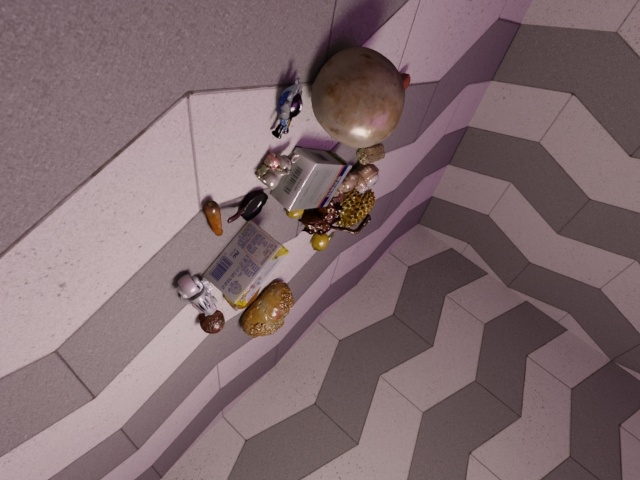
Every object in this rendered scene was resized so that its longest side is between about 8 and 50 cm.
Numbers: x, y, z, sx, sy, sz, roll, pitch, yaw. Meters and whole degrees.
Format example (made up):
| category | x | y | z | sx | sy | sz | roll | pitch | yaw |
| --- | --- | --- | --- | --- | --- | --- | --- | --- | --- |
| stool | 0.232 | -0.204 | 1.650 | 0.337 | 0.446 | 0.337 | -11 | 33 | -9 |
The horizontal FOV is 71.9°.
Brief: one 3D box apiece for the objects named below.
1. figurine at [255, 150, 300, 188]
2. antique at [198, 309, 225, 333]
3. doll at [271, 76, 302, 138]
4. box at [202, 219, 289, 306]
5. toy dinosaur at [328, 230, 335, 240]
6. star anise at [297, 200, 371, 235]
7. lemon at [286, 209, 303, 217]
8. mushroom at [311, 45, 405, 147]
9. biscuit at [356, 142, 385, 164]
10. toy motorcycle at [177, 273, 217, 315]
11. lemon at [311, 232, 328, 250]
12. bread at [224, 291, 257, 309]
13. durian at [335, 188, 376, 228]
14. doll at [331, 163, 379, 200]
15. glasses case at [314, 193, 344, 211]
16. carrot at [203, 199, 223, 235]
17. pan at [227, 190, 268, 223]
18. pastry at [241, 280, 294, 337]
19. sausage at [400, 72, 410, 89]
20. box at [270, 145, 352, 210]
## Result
| category | x | y | z | sx | sy | sz | roll | pitch | yaw |
| --- | --- | --- | --- | --- | --- | --- | --- | --- | --- |
| figurine | -0.132 | -0.236 | 1.392 | 0.146 | 0.081 | 0.098 | -51 | 162 | -3 |
| antique | -0.422 | 0.317 | 1.726 | 0.104 | 0.104 | 0.104 | -45 | 161 | -20 |
| doll | -0.088 | -0.377 | 1.253 | 0.096 | 0.070 | 0.195 | -56 | 177 | -42 |
| box | -0.261 | 0.081 | 1.561 | 0.265 | 0.168 | 0.097 | -52 | 165 | -3 |
| toy dinosaur | 0.051 | -0.012 | 2.359 | 0.113 | 0.026 | 0.041 | -55 | -179 | -19 |
| star anise | 0.055 | -0.101 | 1.914 | 0.347 | 0.148 | 0.237 | 2 | 127 | -19 |
| lemon | -0.098 | -0.122 | 1.728 | 0.092 | 0.065 | 0.065 | -41 | 160 | -23 |
| mushroom | 0.102 | -0.438 | 1.375 | 0.297 | 0.297 | 0.290 | -49 | -162 | -9 |
| biscuit | 0.227 | -0.391 | 1.985 | 0.070 | 0.082 | 0.168 | -11 | -169 | 39 |
| toy motorcycle | -0.408 | 0.197 | 1.497 | 0.112 | 0.112 | 0.254 | -46 | 157 | -17 |
| lemon | 0.000 | 0.000 | 2.174 | 0.110 | 0.082 | 0.082 | -62 | 160 | 12 |
| bread | -0.295 | 0.165 | 1.733 | 0.136 | 0.107 | 0.241 | -38 | 158 | -43 |
| durian | 0.148 | -0.175 | 2.169 | 0.187 | 0.154 | 0.260 | 21 | 100 | -46 |
| doll | 0.149 | -0.264 | 1.985 | 0.278 | 0.119 | 0.154 | -29 | 167 | -36 |
| glasses case | 0.042 | -0.155 | 2.026 | 0.194 | 0.049 | 0.073 | -43 | 160 | -25 |
| carrot | -0.319 | -0.059 | 1.341 | 0.047 | 0.047 | 0.191 | -44 | 161 | -23 |
| pan | -0.247 | -0.101 | 1.437 | 0.212 | 0.040 | 0.114 | -38 | 159 | -56 |
| pastry | -0.238 | 0.351 | 2.145 | 0.311 | 0.162 | 0.255 | -51 | 160 | -7 |
| sausage | 0.324 | -0.633 | 1.777 | 0.094 | 0.059 | 0.054 | -49 | 162 | -11 |
| box | -0.028 | -0.225 | 1.627 | 0.200 | 0.106 | 0.299 | -57 | 160 | 22 |
